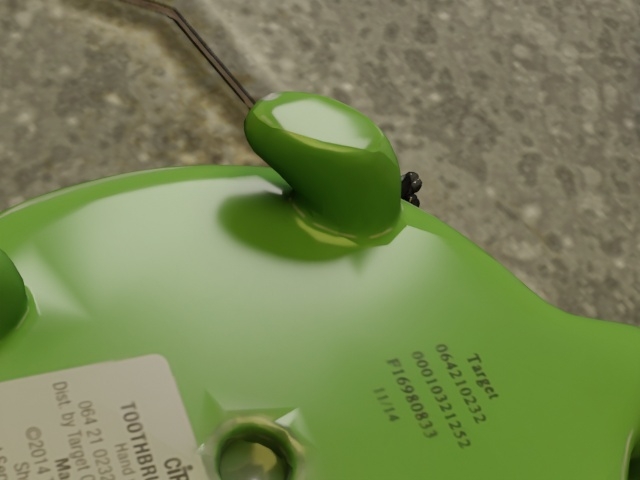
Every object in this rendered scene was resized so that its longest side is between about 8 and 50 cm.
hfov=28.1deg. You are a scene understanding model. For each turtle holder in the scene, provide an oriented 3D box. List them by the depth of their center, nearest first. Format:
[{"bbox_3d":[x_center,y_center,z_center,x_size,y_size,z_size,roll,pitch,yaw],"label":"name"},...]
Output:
[{"bbox_3d":[-0.021,0.093,0.456,0.243,0.227,0.320,40,53,12],"label":"turtle holder"}]

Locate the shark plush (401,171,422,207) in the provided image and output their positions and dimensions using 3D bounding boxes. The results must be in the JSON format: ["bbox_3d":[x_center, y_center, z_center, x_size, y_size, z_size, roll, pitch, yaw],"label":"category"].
[{"bbox_3d":[0.000,0.000,0.635,0.067,0.073,0.161,18,53,33],"label":"shark plush"}]
